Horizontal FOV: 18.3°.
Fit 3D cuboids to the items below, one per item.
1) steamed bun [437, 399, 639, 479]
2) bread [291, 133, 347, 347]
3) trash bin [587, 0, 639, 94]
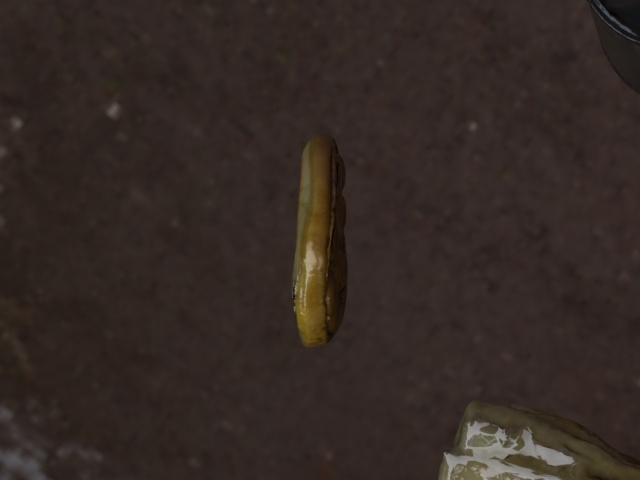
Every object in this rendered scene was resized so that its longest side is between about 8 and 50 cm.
[{"bbox_3d":[0.258,0.293,1.383,0.428,0.189,0.247,32,108,15],"label":"steamed bun"},{"bbox_3d":[0.000,0.000,1.019,0.024,0.110,0.110,0,142,4],"label":"bread"},{"bbox_3d":[0.364,-0.256,1.978,0.202,0.252,0.301,-14,171,11],"label":"trash bin"}]
